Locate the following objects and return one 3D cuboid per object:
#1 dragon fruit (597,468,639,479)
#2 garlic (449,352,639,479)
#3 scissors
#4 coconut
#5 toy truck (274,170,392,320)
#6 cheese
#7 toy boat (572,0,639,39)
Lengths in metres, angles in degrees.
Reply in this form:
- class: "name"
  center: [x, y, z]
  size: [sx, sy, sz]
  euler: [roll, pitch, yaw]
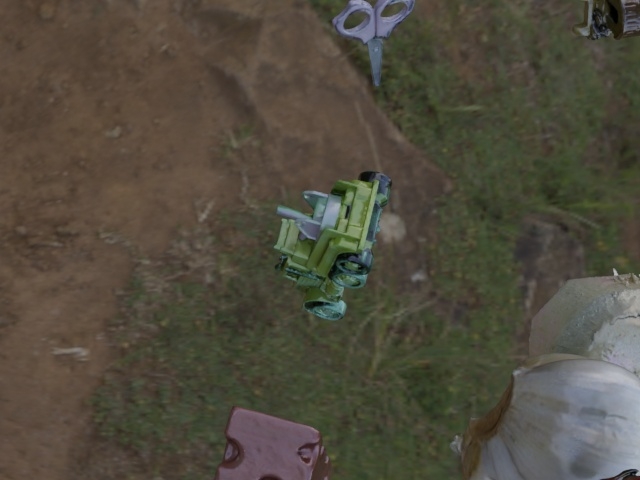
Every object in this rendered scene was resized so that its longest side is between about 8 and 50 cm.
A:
- class: "dragon fruit"
  center: [0.315, 0.305, 1.276]
  size: [0.130, 0.121, 0.142]
  euler: [38, 45, -17]
- class: "garlic"
  center: [0.298, 0.256, 1.473]
  size: [0.203, 0.281, 0.185]
  euler: [14, 33, -19]
- class: "scissors"
  center: [0.066, -0.237, 1.485]
  size: [0.100, 0.189, 0.015]
  euler: [-18, 64, -5]
- class: "coconut"
  center: [0.383, 0.146, 1.658]
  size: [0.224, 0.234, 0.224]
  euler: [-2, 108, -6]
- class: "toy truck"
  center: [0.002, 0.002, 1.636]
  size: [0.135, 0.259, 0.128]
  euler: [14, 66, -1]
- class: "cheese"
  center: [-0.061, 0.300, 1.566]
  size: [0.128, 0.177, 0.203]
  euler: [12, 97, 10]
- class: "toy boat"
  center: [0.409, -0.280, 1.447]
  size: [0.226, 0.088, 0.068]
  euler: [-9, 124, -6]
